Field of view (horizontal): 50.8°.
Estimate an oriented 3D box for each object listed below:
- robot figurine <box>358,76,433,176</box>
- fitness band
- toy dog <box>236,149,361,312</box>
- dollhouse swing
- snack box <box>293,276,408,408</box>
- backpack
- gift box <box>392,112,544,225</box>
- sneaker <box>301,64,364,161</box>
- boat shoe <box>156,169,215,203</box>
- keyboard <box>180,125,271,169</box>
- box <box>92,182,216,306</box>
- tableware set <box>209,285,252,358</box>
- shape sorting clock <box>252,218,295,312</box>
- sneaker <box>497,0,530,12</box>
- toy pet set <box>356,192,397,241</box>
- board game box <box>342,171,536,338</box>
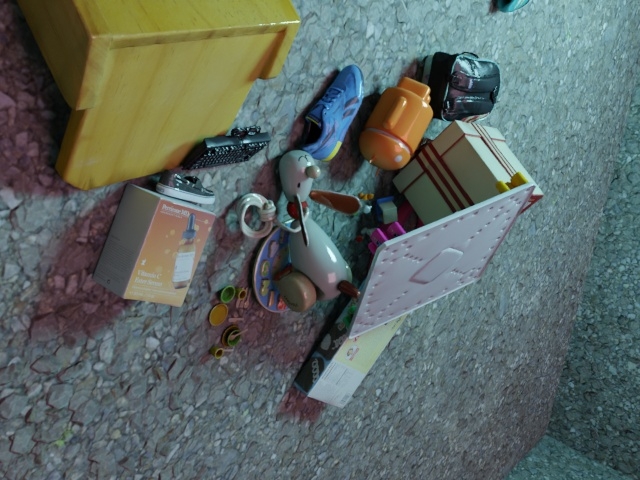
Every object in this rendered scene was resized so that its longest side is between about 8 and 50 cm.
[{"bbox_3d":[0.166,-0.248,1.492,0.128,0.158,0.219,32,81,-24],"label":"robot figurine"},{"bbox_3d":[0.213,0.024,1.764,0.209,0.054,0.291,4,107,-55],"label":"fitness band"},{"bbox_3d":[0.000,0.000,1.343,0.220,0.161,0.334,-50,131,-30],"label":"toy dog"},{"bbox_3d":[-0.266,-0.294,0.983,0.347,0.305,0.315,-24,85,-43],"label":"dollhouse swing"},{"bbox_3d":[0.085,0.259,1.682,0.322,0.060,0.187,-55,143,-2],"label":"snack box"},{"bbox_3d":[0.336,-0.369,1.618,0.188,0.144,0.166,-4,112,-29],"label":"backpack"},{"bbox_3d":[0.373,-0.156,1.654,0.276,0.258,0.255,-43,157,27],"label":"gift box"},{"bbox_3d":[0.022,-0.263,1.353,0.082,0.069,0.209,23,90,-50],"label":"sneaker"},{"bbox_3d":[-0.221,-0.090,1.143,0.142,0.049,0.040,8,102,-65],"label":"boat shoe"},{"bbox_3d":[-0.151,-0.159,1.158,0.108,0.023,0.180,-42,170,31],"label":"keyboard"},{"bbox_3d":[-0.272,0.010,1.110,0.130,0.091,0.170,17,95,-53],"label":"box"},{"bbox_3d":[-0.184,0.164,1.359,0.104,0.024,0.154,9,102,-53],"label":"tableware set"},{"bbox_3d":[-0.067,0.056,1.434,0.206,0.040,0.206,-28,129,-41],"label":"shape sorting clock"},{"bbox_3d":[0.481,-0.700,1.675,0.110,0.107,0.275,-34,132,-18],"label":"sneaker"},{"bbox_3d":[0.123,-0.074,1.608,0.114,0.065,0.122,-14,123,-7],"label":"toy pet set"},{"bbox_3d":[0.243,0.039,1.474,0.390,0.050,0.390,-22,152,-21],"label":"board game box"}]
